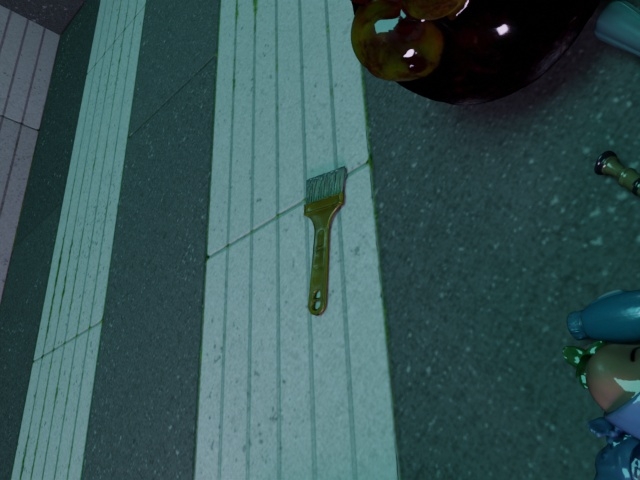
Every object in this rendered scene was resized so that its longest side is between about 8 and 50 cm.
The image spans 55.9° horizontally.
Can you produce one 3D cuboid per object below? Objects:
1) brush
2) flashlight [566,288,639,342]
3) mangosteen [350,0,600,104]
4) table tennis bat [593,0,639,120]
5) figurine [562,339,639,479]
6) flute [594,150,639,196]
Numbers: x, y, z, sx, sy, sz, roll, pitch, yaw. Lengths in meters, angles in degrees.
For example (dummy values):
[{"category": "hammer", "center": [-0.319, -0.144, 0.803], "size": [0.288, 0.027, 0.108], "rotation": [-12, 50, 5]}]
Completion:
[{"category": "brush", "center": [0.000, 0.000, 0.850], "size": [0.083, 0.010, 0.218], "rotation": [-17, 61, 44]}, {"category": "flashlight", "center": [0.264, 0.061, 0.487], "size": [0.129, 0.051, 0.051], "rotation": [-24, 55, 45]}, {"category": "mangosteen", "center": [0.134, -0.280, 0.611], "size": [0.288, 0.288, 0.233], "rotation": [-40, 41, 30]}, {"category": "table tennis bat", "center": [0.328, -0.145, 0.522], "size": [0.149, 0.038, 0.237], "rotation": [-52, 46, 21]}, {"category": "figurine", "center": [0.229, 0.135, 0.446], "size": [0.145, 0.114, 0.178], "rotation": [37, 110, 40]}, {"category": "flute", "center": [0.310, -0.006, 0.482], "size": [0.027, 0.027, 0.233], "rotation": [-53, 41, 18]}]
